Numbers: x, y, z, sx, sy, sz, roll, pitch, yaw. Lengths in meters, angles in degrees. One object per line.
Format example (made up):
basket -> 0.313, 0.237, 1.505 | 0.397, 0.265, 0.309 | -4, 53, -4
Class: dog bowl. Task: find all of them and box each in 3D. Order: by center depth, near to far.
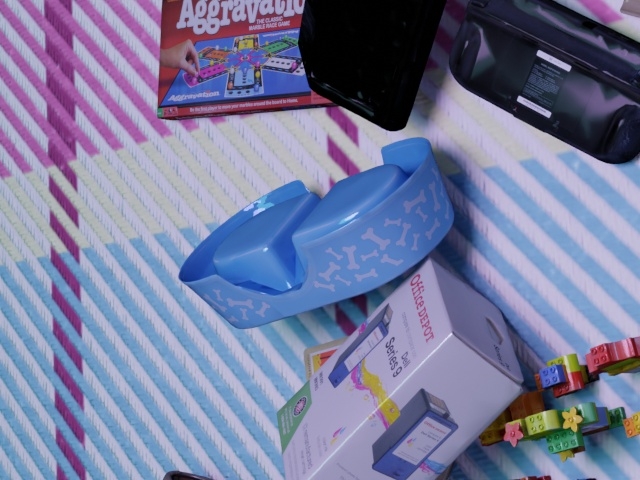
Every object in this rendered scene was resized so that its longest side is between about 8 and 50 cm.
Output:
dog bowl -> 0.000, 0.000, 1.665 | 0.297, 0.166, 0.074 | -20, 111, 42

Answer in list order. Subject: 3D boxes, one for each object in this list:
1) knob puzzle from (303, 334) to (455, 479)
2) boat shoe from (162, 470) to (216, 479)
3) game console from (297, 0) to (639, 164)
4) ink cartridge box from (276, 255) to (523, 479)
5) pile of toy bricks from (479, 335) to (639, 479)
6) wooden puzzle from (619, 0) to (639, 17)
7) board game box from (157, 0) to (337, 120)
knob puzzle -> 0.058, 0.169, 1.677 | 0.213, 0.030, 0.213 | -5, 82, 44
boat shoe -> -0.059, 0.284, 1.726 | 0.305, 0.109, 0.091 | 3, 93, 48
game console -> 0.136, -0.170, 1.580 | 0.361, 0.044, 0.213 | 31, 119, 27
ink cartridge box -> 0.066, 0.139, 1.561 | 0.212, 0.093, 0.154 | -45, 21, 16
pile of toy bricks -> 0.198, 0.154, 1.490 | 0.212, 0.105, 0.118 | -27, 68, 40
wooden puzzle -> 0.289, -0.218, 1.500 | 0.116, 0.014, 0.078 | 32, 104, 41
board game box -> -0.064, -0.203, 1.833 | 0.281, 0.027, 0.145 | -1, 84, 44
